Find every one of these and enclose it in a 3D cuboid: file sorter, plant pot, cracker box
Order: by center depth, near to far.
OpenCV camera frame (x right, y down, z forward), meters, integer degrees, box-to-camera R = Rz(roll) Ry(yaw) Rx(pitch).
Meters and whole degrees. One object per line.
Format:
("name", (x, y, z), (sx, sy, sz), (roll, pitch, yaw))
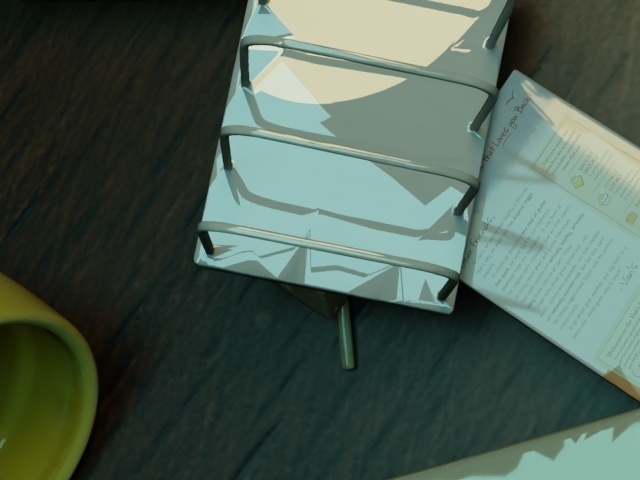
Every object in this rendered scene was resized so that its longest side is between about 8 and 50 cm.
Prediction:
("file sorter", (0.030, -0.109, 1.353), (0.193, 0.173, 0.277), (11, 81, 1))
("cracker box", (0.198, 0.001, 1.435), (0.232, 0.067, 0.155), (35, 91, 17))
("plant pot", (-0.341, 0.108, 1.487), (0.239, 0.254, 0.254), (34, 91, 34))

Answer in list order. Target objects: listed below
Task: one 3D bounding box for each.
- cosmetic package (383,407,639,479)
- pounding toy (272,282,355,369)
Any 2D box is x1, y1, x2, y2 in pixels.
("cosmetic package", (0.137, 0.218, 1.372), (0.296, 0.153, 0.129), (-17, 76, 13))
("pounding toy", (0.000, 0.000, 1.485), (0.141, 0.100, 0.130), (33, 76, 15))
